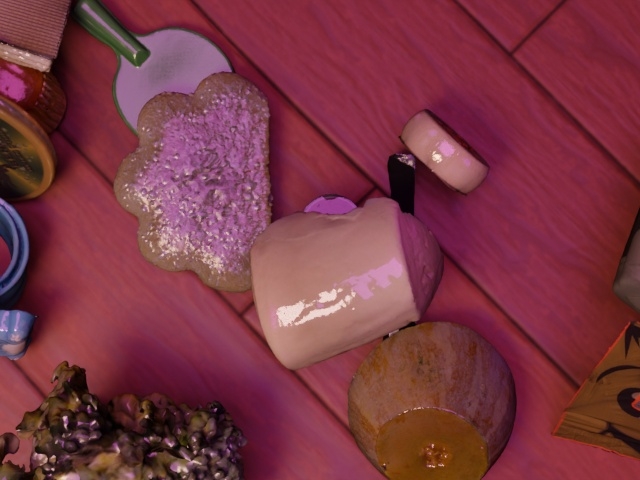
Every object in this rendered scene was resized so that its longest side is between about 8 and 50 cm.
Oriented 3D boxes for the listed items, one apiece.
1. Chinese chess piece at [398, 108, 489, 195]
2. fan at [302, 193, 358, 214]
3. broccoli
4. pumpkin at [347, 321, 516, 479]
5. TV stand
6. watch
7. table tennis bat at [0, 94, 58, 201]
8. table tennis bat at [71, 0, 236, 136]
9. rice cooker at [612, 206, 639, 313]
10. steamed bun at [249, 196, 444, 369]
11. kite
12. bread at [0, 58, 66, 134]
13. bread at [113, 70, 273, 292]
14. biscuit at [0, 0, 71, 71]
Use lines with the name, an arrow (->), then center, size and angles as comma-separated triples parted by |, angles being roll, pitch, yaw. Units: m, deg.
Chinese chess piece -> 0.157, -0.112, 1.201 | 0.122, 0.122, 0.051 | 41, 104, 3
fan -> 0.000, 0.000, 1.249 | 0.085, 0.005, 0.133 | 37, 85, 2
broccoli -> -0.247, 0.308, 1.080 | 0.272, 0.324, 0.334 | 22, 112, 20
pumpkin -> 0.143, 0.221, 1.160 | 0.217, 0.110, 0.217 | -1, 108, -3
TV stand -> 0.103, 0.019, 1.226 | 0.040, 0.049, 0.256 | 2, 85, 2
watch -> -0.438, 0.037, 1.175 | 0.211, 0.211, 0.193 | 1, 67, 0
table tennis bat -> -0.478, -0.118, 1.193 | 0.321, 0.198, 0.050 | -1, 51, 18
table tennis bat -> -0.224, -0.229, 1.257 | 0.257, 0.039, 0.160 | 42, 87, -2
rice cooker -> 0.505, 0.010, 1.117 | 0.288, 0.288, 0.277 | 19, 86, 2
steamed bun -> 0.028, 0.035, 1.129 | 0.225, 0.200, 0.170 | -21, 96, 11
kite -> 0.431, 0.188, 1.107 | 0.327, 0.377, 0.013 | 46, 42, -29
bread -> -0.427, -0.210, 1.220 | 0.190, 0.114, 0.132 | 40, 88, 9
bread -> -0.160, -0.071, 1.220 | 0.207, 0.056, 0.286 | -5, 88, -5
biscuit -> -0.376, -0.295, 1.196 | 0.121, 0.040, 0.199 | 18, 45, -18
